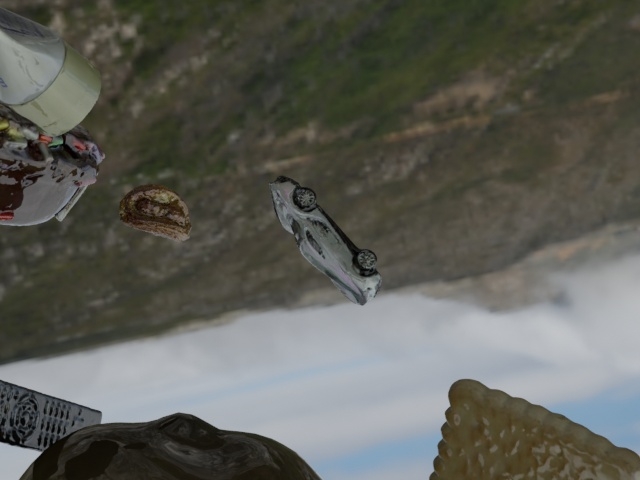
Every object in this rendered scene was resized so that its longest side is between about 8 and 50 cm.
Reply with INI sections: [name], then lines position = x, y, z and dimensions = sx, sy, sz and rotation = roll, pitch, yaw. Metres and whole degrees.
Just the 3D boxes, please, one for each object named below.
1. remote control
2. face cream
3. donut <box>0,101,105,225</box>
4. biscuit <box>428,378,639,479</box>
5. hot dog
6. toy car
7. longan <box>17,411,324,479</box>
[remote control]
position = -0.295, 0.187, 1.315
dimensions = 0.025, 0.063, 0.245
rotation = -2, 162, 21
[face cream]
position = -0.264, -0.168, 0.954
dimensions = 0.114, 0.070, 0.224
rotation = 27, 169, 47
[donut]
position = -0.399, -0.120, 1.273
dimensions = 0.345, 0.136, 0.259
rotation = 27, -171, 4
[biscuit]
position = 0.194, 0.311, 1.279
dimensions = 0.217, 0.324, 0.044
rotation = 23, -156, 32
[hot dog]
position = -0.168, -0.028, 1.330
dimensions = 0.083, 0.058, 0.035
rotation = 17, 139, -39
[toy car]
position = 0.000, 0.000, 0.759
dimensions = 0.025, 0.093, 0.041
rotation = -41, 171, -19
[longan]
position = -0.142, 0.332, 1.249
dimensions = 0.361, 0.360, 0.361
rotation = -12, 179, 0
